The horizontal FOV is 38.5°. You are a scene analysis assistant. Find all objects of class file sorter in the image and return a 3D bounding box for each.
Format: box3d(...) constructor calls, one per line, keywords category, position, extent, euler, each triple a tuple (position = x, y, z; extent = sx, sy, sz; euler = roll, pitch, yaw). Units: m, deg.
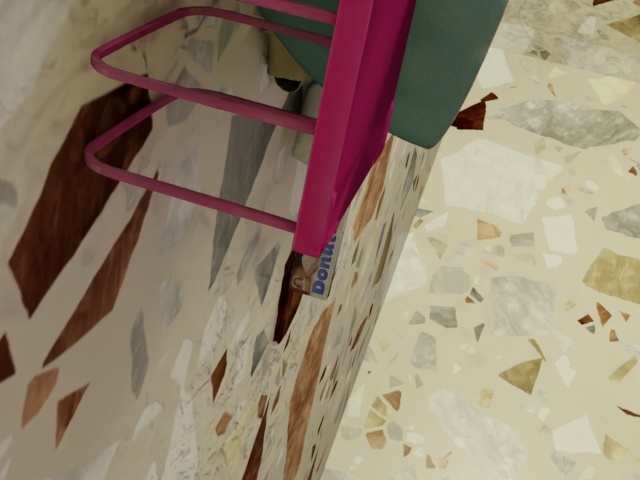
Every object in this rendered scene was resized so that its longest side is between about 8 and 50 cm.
box3d(category="file sorter", position=(-0.033, -0.180, 0.596), extent=(0.202, 0.182, 0.291), euler=(-58, 162, -60))

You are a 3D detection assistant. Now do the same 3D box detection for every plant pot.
box3d(category="plant pot", position=(0.051, -0.249, 0.803), extent=(0.290, 0.195, 0.290), euler=(-162, -90, -86))

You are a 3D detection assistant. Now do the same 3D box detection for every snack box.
box3d(category="snack box", position=(0.000, 0.000, 1.398), extent=(0.022, 0.064, 0.178), euler=(-51, 155, -70))

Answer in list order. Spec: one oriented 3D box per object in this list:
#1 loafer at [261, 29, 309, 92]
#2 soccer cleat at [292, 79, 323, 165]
box3d(category="loafer", position=(-0.030, -0.194, 0.954), extent=(0.148, 0.056, 0.050), euler=(51, 49, -78))
box3d(category="soccer cleat", position=(0.037, -0.178, 1.253), extent=(0.143, 0.116, 0.331), euler=(-61, 173, 21))
